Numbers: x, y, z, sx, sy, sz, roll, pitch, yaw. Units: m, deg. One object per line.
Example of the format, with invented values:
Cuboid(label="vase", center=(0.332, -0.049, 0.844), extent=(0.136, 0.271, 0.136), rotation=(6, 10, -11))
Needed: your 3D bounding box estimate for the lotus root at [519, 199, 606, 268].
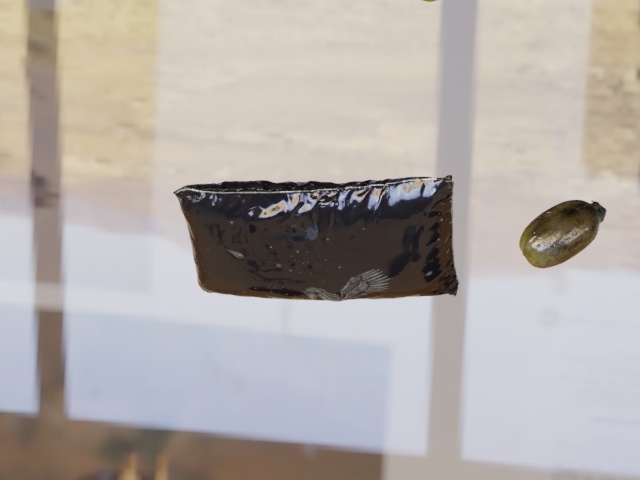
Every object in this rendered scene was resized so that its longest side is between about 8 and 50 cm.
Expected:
Cuboid(label="lotus root", center=(0.250, -0.010, 1.760), extent=(0.099, 0.054, 0.049), rotation=(-32, 147, 0))

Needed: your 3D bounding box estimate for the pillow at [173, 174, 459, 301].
Cuboid(label="pillow", center=(0.000, 0.000, 1.310), extent=(0.208, 0.055, 0.141), rotation=(0, 143, 7))
